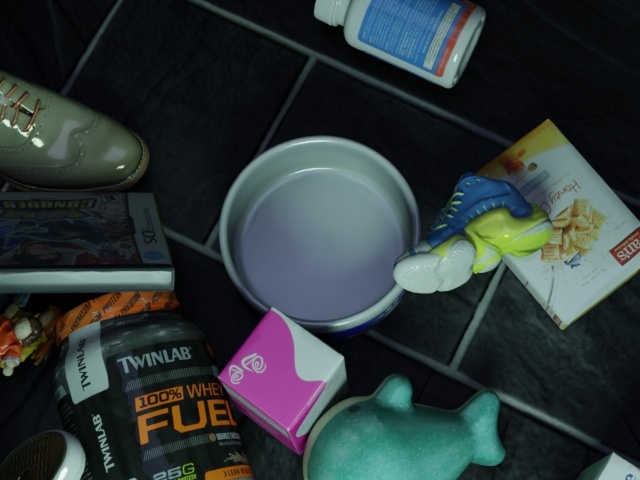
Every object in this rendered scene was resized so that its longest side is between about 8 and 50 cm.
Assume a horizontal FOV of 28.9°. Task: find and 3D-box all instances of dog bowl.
[{"bbox_3d":[0.000,0.000,1.659,0.265,0.104,0.265,0,73,1],"label":"dog bowl"}]

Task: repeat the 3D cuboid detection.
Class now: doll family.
[{"bbox_3d":[-0.425,0.089,1.657,0.163,0.118,0.263,-28,56,0],"label":"doll family"}]

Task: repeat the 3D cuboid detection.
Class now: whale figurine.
[{"bbox_3d":[0.117,0.272,1.537,0.272,0.141,0.216,-12,106,-17],"label":"whale figurine"}]

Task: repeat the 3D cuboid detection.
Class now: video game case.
[{"bbox_3d":[-0.336,-0.003,1.586,0.275,0.248,0.035,0,115,-14],"label":"video game case"}]

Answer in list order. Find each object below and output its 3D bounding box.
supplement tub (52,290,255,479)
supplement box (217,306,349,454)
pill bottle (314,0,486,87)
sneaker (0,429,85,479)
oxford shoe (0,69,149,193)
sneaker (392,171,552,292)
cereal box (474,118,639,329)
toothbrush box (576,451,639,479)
[{"bbox_3d":[-0.208,0.240,1.540,0.207,0.207,0.338,-19,74,-4],"label":"supplement tub"},{"bbox_3d":[-0.041,0.179,1.545,0.114,0.220,0.111,36,77,11],"label":"supplement box"},{"bbox_3d":[0.109,-0.311,1.739,0.221,0.124,0.124,26,76,8],"label":"pill bottle"},{"bbox_3d":[-0.345,0.338,1.516,0.290,0.123,0.106,-50,41,26],"label":"sneaker"},{"bbox_3d":[-0.431,-0.164,1.699,0.397,0.146,0.140,15,72,5],"label":"oxford shoe"},{"bbox_3d":[0.178,-0.015,1.609,0.240,0.091,0.126,-15,57,-28],"label":"sneaker"},{"bbox_3d":[0.319,-0.023,1.684,0.173,0.047,0.240,-38,75,-8],"label":"cereal box"},{"bbox_3d":[0.423,0.386,1.475,0.283,0.206,0.122,33,78,10],"label":"toothbrush box"}]
